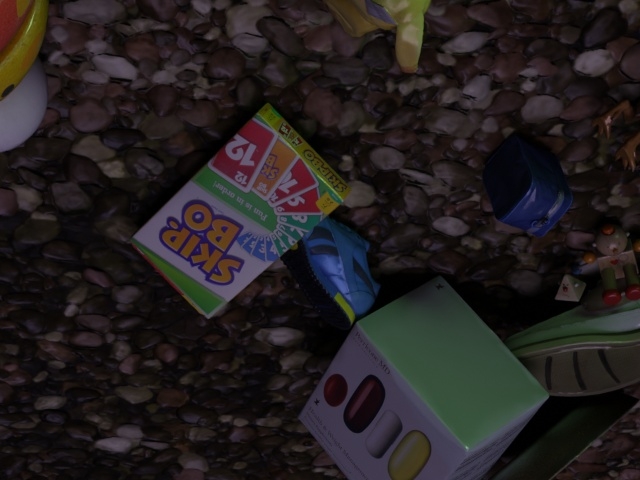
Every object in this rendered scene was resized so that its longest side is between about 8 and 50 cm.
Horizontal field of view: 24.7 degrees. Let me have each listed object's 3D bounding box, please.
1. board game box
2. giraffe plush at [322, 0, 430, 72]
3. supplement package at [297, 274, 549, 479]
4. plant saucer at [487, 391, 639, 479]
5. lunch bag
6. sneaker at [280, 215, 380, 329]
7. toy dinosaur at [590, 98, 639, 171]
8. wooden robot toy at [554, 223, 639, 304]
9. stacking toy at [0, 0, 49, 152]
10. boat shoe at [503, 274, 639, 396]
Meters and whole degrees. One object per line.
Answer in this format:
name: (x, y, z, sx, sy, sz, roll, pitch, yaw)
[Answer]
board game box: (-0.094, -0.020, 1.528, 0.124, 0.039, 0.259, 46, 128, -5)
giraffe plush: (0.078, -0.264, 1.212, 0.170, 0.210, 0.181, -38, 133, -5)
supplement package: (0.113, 0.192, 1.681, 0.149, 0.194, 0.203, -26, 156, -39)
plant saucer: (0.266, 0.283, 1.833, 0.310, 0.050, 0.310, -38, 168, -10)
lunch bag: (0.217, -0.052, 1.507, 0.065, 0.098, 0.067, 18, 130, -28)
sneaker: (0.000, 0.000, 1.591, 0.069, 0.082, 0.209, 12, 143, 49)
toy dinosaur: (0.334, -0.132, 1.467, 0.112, 0.064, 0.211, -29, 139, -20)
wooden robot toy: (0.337, 0.016, 1.626, 0.173, 0.076, 0.079, -15, 128, 12)
stacking toy: (-0.328, -0.212, 1.184, 0.350, 0.351, 0.480, -9, 159, 6)
boat shoe: (0.351, 0.098, 1.693, 0.302, 0.103, 0.113, -12, 141, 8)
